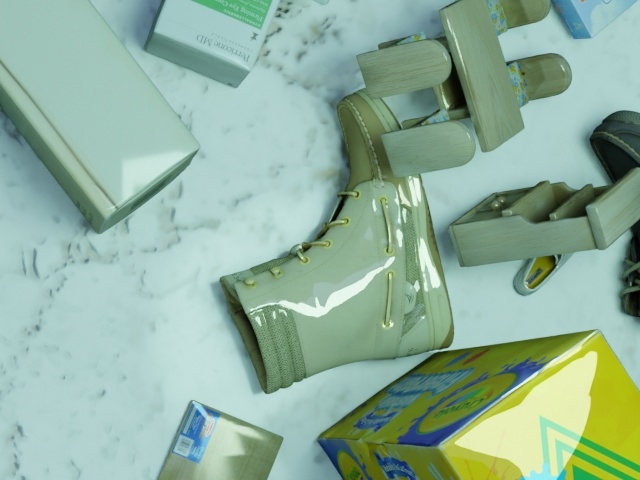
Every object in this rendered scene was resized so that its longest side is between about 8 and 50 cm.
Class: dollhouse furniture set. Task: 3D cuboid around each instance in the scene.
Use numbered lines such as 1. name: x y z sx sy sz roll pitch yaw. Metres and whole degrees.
1. dollhouse furniture set: 0.184 -0.112 1.504 0.212 0.161 0.242 -34 110 -50

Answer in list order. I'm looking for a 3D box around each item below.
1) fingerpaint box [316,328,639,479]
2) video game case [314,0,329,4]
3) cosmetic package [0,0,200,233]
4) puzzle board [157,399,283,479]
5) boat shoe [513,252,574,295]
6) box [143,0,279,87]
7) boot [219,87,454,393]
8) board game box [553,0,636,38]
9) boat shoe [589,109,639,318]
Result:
1. fingerpaint box: 0.201 0.275 1.371 0.163 0.445 0.371 -34 91 -13
2. video game case: -0.071 -0.341 1.548 0.227 0.026 0.206 22 52 -8
3. cosmetic package: -0.249 -0.164 1.478 0.113 0.160 0.309 -39 91 -11
4. puzzle board: -0.103 0.227 1.540 0.096 0.011 0.128 23 80 -6
5. boat shoe: 0.230 0.013 1.610 0.035 0.035 0.100 44 79 -4
6. box: -0.103 -0.207 1.537 0.101 0.102 0.087 22 83 -9
7. boot: 0.000 0.000 1.542 0.203 0.095 0.262 -15 92 -11
8. board game box: 0.299 -0.326 1.626 0.211 0.039 0.160 -39 111 -15
9. boat shoe: 0.365 0.037 1.585 0.130 0.132 0.355 -36 91 -10
